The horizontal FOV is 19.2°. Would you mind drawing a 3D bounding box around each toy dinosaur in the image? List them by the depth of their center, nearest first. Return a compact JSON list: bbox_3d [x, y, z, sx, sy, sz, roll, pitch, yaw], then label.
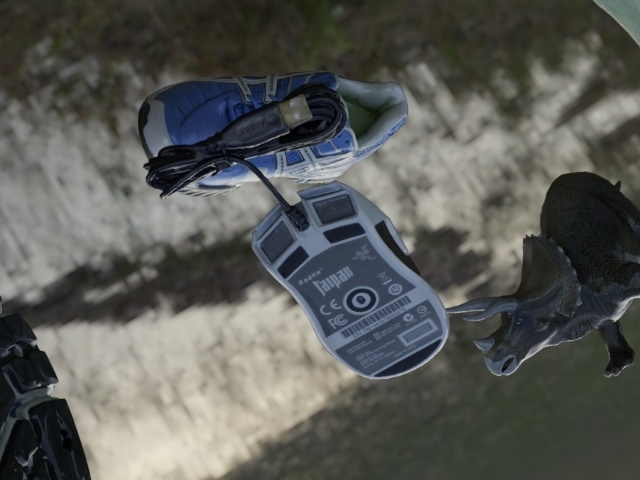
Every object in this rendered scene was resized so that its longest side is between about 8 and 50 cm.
[{"bbox_3d":[0.235,0.005,1.590,0.121,0.160,0.313,-31,-159,39],"label":"toy dinosaur"}]

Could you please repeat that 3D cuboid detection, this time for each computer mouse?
[{"bbox_3d":[0.000,0.000,0.996,0.106,0.042,0.193,-29,125,11],"label":"computer mouse"}]

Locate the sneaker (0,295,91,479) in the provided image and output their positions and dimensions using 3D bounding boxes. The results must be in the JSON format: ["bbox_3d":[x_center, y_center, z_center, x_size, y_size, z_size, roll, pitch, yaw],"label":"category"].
[{"bbox_3d":[-0.179,0.147,0.876,0.147,0.330,0.130,-16,-158,23],"label":"sneaker"}]

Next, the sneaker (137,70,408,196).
[{"bbox_3d":[-0.029,-0.078,1.195,0.081,0.080,0.211,-25,172,39],"label":"sneaker"}]

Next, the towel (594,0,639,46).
[{"bbox_3d":[0.143,-0.102,0.796,0.038,0.248,0.325,-36,154,7],"label":"towel"}]
